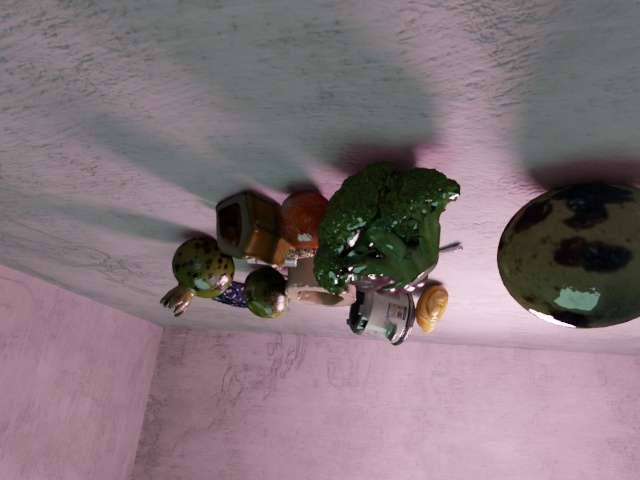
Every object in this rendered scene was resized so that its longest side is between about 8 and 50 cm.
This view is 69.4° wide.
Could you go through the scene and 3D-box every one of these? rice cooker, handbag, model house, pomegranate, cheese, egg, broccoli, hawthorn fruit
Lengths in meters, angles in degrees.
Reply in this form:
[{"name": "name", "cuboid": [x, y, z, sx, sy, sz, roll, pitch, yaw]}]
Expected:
[{"name": "rice cooker", "cuboid": [0.284, 0.326, 2.072, 0.316, 0.317, 0.265, 12, 115, -17]}, {"name": "handbag", "cuboid": [-0.428, 0.275, 2.339, 0.260, 0.113, 0.162, 16, 152, -23]}, {"name": "model house", "cuboid": [-0.176, -0.012, 1.393, 0.239, 0.268, 0.173, 22, 134, -38]}, {"name": "pomegranate", "cuboid": [-0.226, 0.231, 2.046, 0.203, 0.222, 0.276, -16, 173, 9]}, {"name": "cheese", "cuboid": [-0.002, 0.171, 1.900, 0.292, 0.153, 0.332, 8, 157, -6]}, {"name": "egg", "cuboid": [0.647, 0.034, 1.102, 0.427, 0.345, 0.345, -6, 157, 14]}, {"name": "pomegranate", "cuboid": [-0.468, 0.120, 1.716, 0.305, 0.243, 0.242, -30, -174, -40]}, {"name": "broccoli", "cuboid": [0.152, -0.024, 1.149, 0.413, 0.321, 0.310, -41, 100, 12]}, {"name": "hawthorn fruit", "cuboid": [-0.030, -0.055, 1.302, 0.172, 0.173, 0.173, 5, 159, 2]}]

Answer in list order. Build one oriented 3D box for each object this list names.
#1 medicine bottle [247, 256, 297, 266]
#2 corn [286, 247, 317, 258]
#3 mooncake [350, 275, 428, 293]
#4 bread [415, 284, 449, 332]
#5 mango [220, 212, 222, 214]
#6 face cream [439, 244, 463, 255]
[{"name": "medicine bottle", "cuboid": [-0.175, 0.050, 1.721, 0.183, 0.086, 0.086, 5, 159, 2]}, {"name": "corn", "cuboid": [0.000, 0.000, 1.538, 0.289, 0.098, 0.098, -13, 153, 32]}, {"name": "mooncake", "cuboid": [0.228, 0.088, 1.628, 0.305, 0.154, 0.306, 5, 156, 2]}, {"name": "bread", "cuboid": [0.499, 0.300, 2.088, 0.121, 0.173, 0.311, 29, 163, 21]}, {"name": "mango", "cuboid": [-0.294, -0.068, 1.490, 0.046, 0.060, 0.089, -46, 137, 12]}, {"name": "face cream", "cuboid": [0.446, 0.036, 1.611, 0.038, 0.020, 0.115, 16, 160, -26]}]
